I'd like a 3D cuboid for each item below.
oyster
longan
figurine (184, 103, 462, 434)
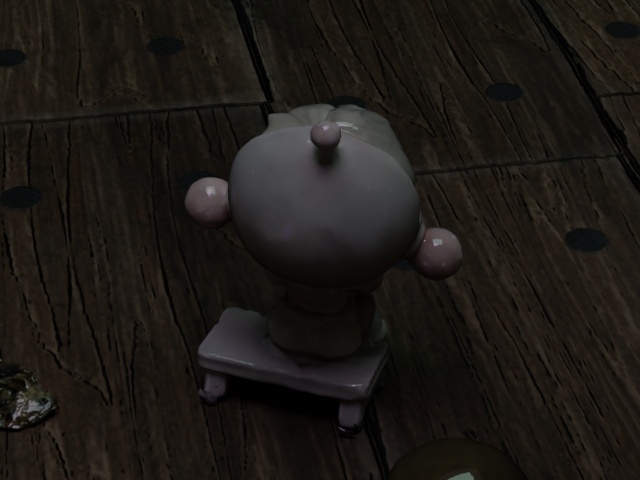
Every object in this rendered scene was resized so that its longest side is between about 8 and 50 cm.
[{"bbox_3d":[-0.230,0.106,1.268,0.054,0.019,0.083,-22,41,-29],"label":"oyster"},{"bbox_3d":[0.097,0.180,1.117,0.119,0.106,0.106,29,14,-41],"label":"longan"},{"bbox_3d":[-0.009,0.004,1.219,0.182,0.256,0.144,27,45,29],"label":"figurine"}]
